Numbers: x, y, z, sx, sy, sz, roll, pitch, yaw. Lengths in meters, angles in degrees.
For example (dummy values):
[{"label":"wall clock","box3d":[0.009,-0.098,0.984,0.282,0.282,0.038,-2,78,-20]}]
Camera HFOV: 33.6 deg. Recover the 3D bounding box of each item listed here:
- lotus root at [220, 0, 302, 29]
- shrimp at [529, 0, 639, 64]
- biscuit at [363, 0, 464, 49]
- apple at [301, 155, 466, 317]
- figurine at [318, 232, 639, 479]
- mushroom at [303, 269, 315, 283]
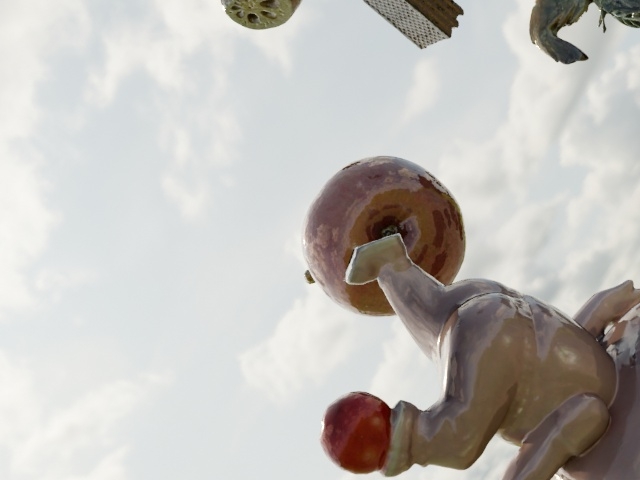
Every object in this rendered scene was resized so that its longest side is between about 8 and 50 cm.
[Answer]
[{"label":"lotus root","box3d":[-0.074,-0.346,1.443,0.122,0.112,0.081,-35,39,54]},{"label":"shrimp","box3d":[0.421,-0.308,1.520,0.058,0.296,0.169,29,-83,-48]},{"label":"biscuit","box3d":[0.149,-0.456,1.966,0.070,0.252,0.106,-60,20,-17]},{"label":"apple","box3d":[0.059,-0.003,0.972,0.153,0.153,0.120,-52,1,-10]},{"label":"figurine","box3d":[0.141,0.101,0.603,0.176,0.287,0.186,-131,58,-81]},{"label":"mushroom","box3d":[0.004,-0.004,1.753,0.028,0.026,0.286,-41,15,25]}]
